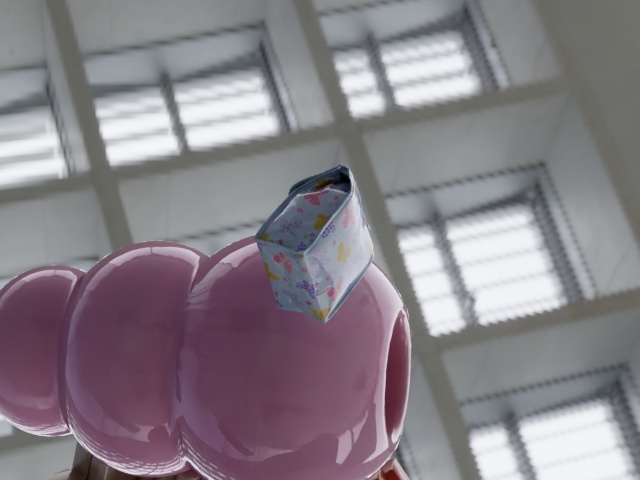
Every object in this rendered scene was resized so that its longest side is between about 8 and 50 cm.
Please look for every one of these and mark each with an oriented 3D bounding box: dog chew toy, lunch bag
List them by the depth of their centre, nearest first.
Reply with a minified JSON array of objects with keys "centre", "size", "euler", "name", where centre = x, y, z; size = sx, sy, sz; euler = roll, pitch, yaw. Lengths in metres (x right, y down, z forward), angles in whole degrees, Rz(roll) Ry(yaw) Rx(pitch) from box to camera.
[{"centre":[0.000,0.000,1.152],"size":[0.053,0.071,0.083],"euler":[19,-126,32],"name":"lunch bag"},{"centre":[-0.104,0.089,1.295],"size":[0.331,0.207,0.207],"euler":[4,-121,13],"name":"dog chew toy"}]

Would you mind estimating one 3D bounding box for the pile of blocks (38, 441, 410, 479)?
[{"centre":[-0.060,0.224,1.465],"size":[0.362,0.113,0.149],"euler":[7,-153,-14],"name":"pile of blocks"}]
